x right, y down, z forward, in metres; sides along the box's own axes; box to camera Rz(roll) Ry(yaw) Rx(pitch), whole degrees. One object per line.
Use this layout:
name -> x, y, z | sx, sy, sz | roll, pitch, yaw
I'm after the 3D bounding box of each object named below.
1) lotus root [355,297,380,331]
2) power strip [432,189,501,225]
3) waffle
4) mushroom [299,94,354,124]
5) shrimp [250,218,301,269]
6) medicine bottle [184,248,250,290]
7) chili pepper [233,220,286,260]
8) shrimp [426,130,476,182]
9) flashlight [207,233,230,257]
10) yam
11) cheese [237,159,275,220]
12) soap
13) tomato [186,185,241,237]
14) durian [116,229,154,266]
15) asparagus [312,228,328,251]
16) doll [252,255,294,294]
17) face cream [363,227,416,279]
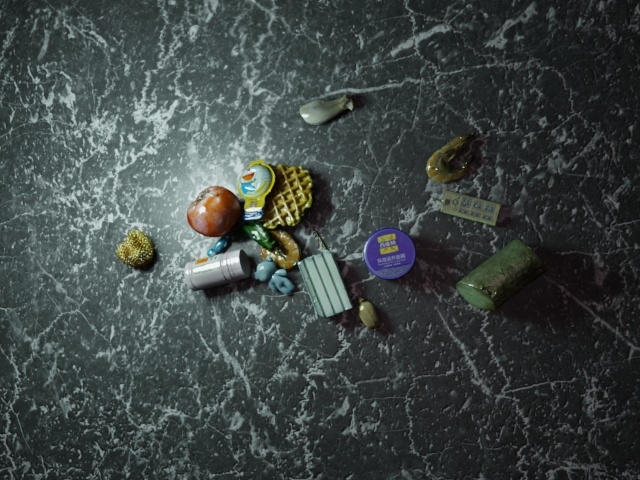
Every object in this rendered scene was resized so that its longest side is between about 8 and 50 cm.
lotus root -> 0.191, 0.294, 1.697 | 0.073, 0.062, 0.150 | -30, 82, 6
power strip -> 0.578, -0.133, 1.683 | 0.268, 0.034, 0.092 | 17, 88, 11
waffle -> -0.166, -0.193, 1.779 | 0.282, 0.058, 0.300 | -5, 69, 17
mushroom -> 0.029, -0.559, 1.791 | 0.226, 0.093, 0.116 | -12, 62, 14
shrimp -> -0.217, 0.005, 1.801 | 0.317, 0.062, 0.164 | 40, 100, 12
medicine bottle -> -0.434, 0.126, 1.789 | 0.250, 0.133, 0.133 | -14, 83, 10
chili pepper -> -0.259, -0.008, 1.754 | 0.279, 0.065, 0.122 | 26, 133, 29
shrimp -> 0.547, -0.328, 1.695 | 0.255, 0.059, 0.145 | -33, 83, 6
flashlight -> -0.443, 0.024, 1.843 | 0.051, 0.051, 0.129 | 37, 88, 11
yam -> 0.677, 0.135, 1.580 | 0.304, 0.168, 0.168 | -39, 80, 3
cheese -> -0.268, -0.210, 1.751 | 0.177, 0.069, 0.269 | -6, 72, 19
soap -> 0.019, 0.175, 1.724 | 0.150, 0.094, 0.261 | -21, 83, 3
tomato -> -0.440, -0.111, 1.764 | 0.232, 0.232, 0.188 | -44, 119, 4
durian -> -0.816, 0.045, 1.870 | 0.158, 0.137, 0.168 | -31, 94, 25
asparagus -> 0.000, 0.000, 1.782 | 0.014, 0.015, 0.114 | -32, 81, 8
doll -> -0.189, 0.153, 1.780 | 0.180, 0.075, 0.120 | 37, 99, -15
face cream -> 0.275, 0.056, 1.681 | 0.206, 0.111, 0.205 | -1, 84, 10
